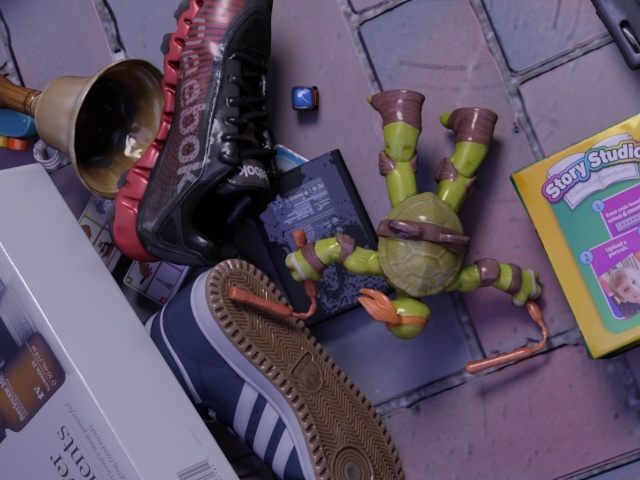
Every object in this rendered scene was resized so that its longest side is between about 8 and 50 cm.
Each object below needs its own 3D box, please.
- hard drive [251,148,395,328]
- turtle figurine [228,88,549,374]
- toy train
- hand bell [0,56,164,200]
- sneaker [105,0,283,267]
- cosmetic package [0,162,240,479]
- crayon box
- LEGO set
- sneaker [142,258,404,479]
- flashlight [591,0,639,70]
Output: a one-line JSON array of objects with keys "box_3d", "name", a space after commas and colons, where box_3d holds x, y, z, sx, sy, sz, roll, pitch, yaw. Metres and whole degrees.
[{"box_3d": [0.000, 0.000, 1.297, 0.094, 0.022, 0.135, -24, 90, 14], "name": "hard drive"}, {"box_3d": [0.068, -0.011, 1.218, 0.270, 0.087, 0.217, 8, 78, -4], "name": "turtle figurine"}, {"box_3d": [-0.317, -0.075, 1.429, 0.166, 0.046, 0.125, -31, 79, 19], "name": "toy train"}, {"box_3d": [-0.264, -0.125, 1.340, 0.242, 0.126, 0.126, 17, 93, 33], "name": "hand bell"}, {"box_3d": [-0.082, -0.099, 1.258, 0.135, 0.098, 0.276, 22, 95, 36], "name": "sneaker"}, {"box_3d": [-0.250, 0.167, 1.306, 0.377, 0.097, 0.284, 56, 131, 15], "name": "cosmetic package"}, {"box_3d": [0.311, -0.034, 1.166, 0.278, 0.081, 0.165, -26, 78, 17], "name": "crayon box"}, {"box_3d": [-0.099, -0.055, 1.355, 0.182, 0.060, 0.244, 30, 98, 8], "name": "LEGO set"}, {"box_3d": [-0.050, 0.158, 1.285, 0.153, 0.099, 0.282, -28, 98, 42], "name": "sneaker"}, {"box_3d": [0.233, -0.296, 1.210, 0.103, 0.103, 0.304, -38, 77, 42], "name": "flashlight"}]
